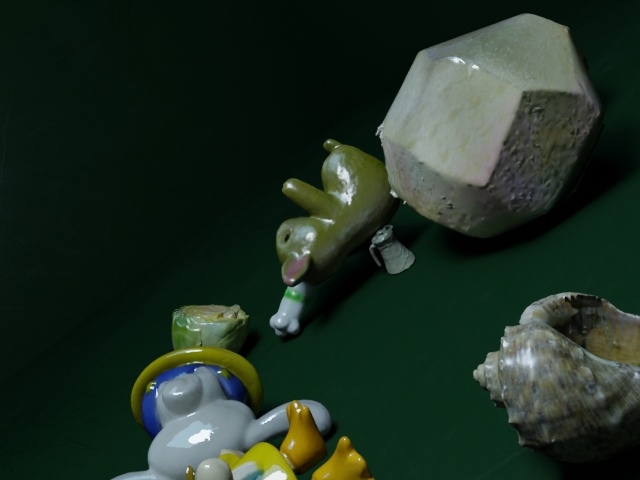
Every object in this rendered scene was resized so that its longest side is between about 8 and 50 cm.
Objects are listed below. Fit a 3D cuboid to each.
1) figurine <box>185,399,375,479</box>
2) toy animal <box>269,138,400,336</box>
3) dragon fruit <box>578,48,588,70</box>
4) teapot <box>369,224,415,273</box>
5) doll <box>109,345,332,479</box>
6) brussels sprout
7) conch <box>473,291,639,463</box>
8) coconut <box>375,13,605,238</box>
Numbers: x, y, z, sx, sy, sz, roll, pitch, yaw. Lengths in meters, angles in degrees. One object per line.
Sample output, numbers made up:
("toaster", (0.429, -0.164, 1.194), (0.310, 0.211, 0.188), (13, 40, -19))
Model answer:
("figurine", (-0.115, 0.293, 0.547), (0.344, 0.187, 0.215), (-33, 5, -21))
("toy animal", (-0.009, -0.015, 1.122), (0.180, 0.181, 0.363), (36, 72, 26))
("dragon fruit", (0.406, -0.299, 1.215), (0.315, 0.250, 0.250), (-29, 14, -14))
("teapot", (0.123, 0.016, 1.089), (0.067, 0.083, 0.057), (-26, 21, 18))
("doll", (-0.140, 0.225, 0.819), (0.311, 0.159, 0.242), (-15, 7, 8))
("brussels sprout", (-0.208, 0.188, 1.164), (0.152, 0.122, 0.149), (-1, 12, -23))
("conch", (0.232, 0.105, 0.503), (0.207, 0.130, 0.155), (-6, 58, 26))
("coconut", (0.273, -0.190, 0.970), (0.353, 0.352, 0.352), (-31, 15, 9))
